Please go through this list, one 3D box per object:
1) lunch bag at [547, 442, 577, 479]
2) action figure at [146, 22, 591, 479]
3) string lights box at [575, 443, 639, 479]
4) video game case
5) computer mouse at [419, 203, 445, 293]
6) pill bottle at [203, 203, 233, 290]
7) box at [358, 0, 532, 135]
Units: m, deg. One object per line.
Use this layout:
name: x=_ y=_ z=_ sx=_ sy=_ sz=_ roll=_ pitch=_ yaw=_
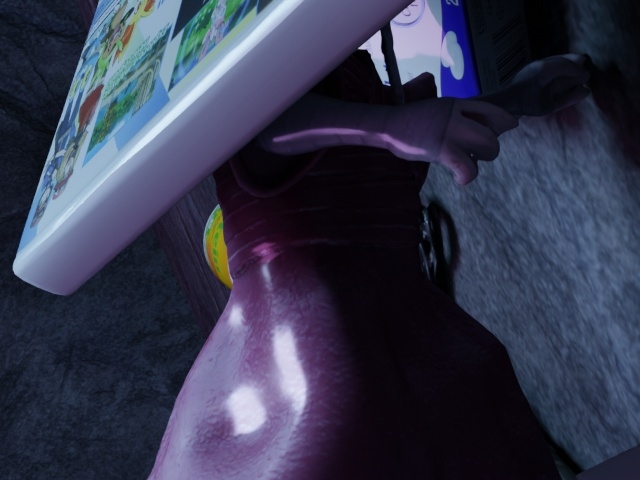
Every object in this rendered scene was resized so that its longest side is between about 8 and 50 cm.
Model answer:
lunch bag: x=0.052 y=0.256 z=0.961 sx=0.256 sy=0.305 sz=0.213 roll=-134 pitch=27 yaw=-58
action figure: x=0.000 y=0.000 z=0.608 sx=0.248 sy=0.275 sz=0.370 roll=8 pitch=-111 yaw=-64
string lights box: x=0.202 y=0.197 z=0.624 sx=0.260 sy=0.133 sz=0.077 roll=82 pitch=161 yaw=-44
video game case: x=-0.020 y=-0.163 z=0.522 sx=0.329 sy=0.036 sz=0.300 roll=-34 pitch=38 yaw=46
computer mouse: x=0.039 y=-0.031 z=1.119 sx=0.272 sy=0.072 sz=0.189 roll=43 pitch=152 yaw=37
pill bottle: x=-0.049 y=0.015 z=1.382 sx=0.245 sy=0.136 sz=0.136 roll=-155 pitch=46 yaw=-72
box: x=0.051 y=-0.132 z=0.736 sx=0.137 sy=0.072 sz=0.126 roll=7 pitch=124 yaw=36
